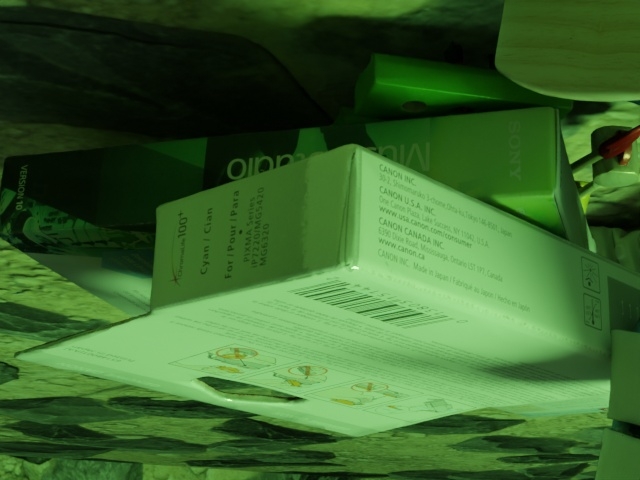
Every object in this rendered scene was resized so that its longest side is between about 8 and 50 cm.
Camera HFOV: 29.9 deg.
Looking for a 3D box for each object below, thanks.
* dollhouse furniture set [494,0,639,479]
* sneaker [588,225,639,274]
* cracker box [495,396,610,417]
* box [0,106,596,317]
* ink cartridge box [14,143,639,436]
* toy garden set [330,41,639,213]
[{"bbox_3d":[0.203,0.052,0.500,0.198,0.303,0.286,9,-179,-32],"label":"dollhouse furniture set"},{"bbox_3d":[0.273,0.028,0.916,0.118,0.110,0.292,1,166,-33],"label":"sneaker"},{"bbox_3d":[0.247,0.150,1.358,0.155,0.067,0.232,-12,158,37],"label":"cracker box"},{"bbox_3d":[0.000,0.000,0.743,0.322,0.058,0.232,-5,160,17],"label":"box"},{"bbox_3d":[0.020,0.047,0.691,0.261,0.066,0.296,-16,154,41],"label":"ink cartridge box"},{"bbox_3d":[0.100,-0.055,0.739,0.203,0.049,0.244,6,161,-11],"label":"toy garden set"}]
